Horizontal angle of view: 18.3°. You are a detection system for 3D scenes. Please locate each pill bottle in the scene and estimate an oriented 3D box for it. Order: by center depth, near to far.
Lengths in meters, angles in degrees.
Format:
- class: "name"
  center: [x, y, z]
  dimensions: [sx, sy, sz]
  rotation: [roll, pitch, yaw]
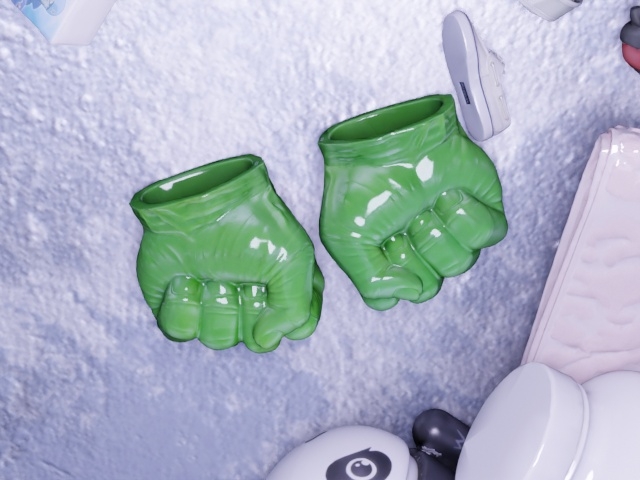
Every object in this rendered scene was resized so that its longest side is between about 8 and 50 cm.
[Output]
- class: "pill bottle"
  center: [0.264, 0.212, 1.452]
  dimensions: [0.323, 0.181, 0.181]
  rotation: [27, 106, -17]

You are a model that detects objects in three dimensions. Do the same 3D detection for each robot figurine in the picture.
- class: "robot figurine"
  center: [0.074, 0.260, 1.521]
  dimensions: [0.278, 0.209, 0.173]
  rotation: [37, 117, -13]

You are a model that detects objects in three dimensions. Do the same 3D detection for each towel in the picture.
- class: "towel"
  center: [0.326, 0.068, 1.473]
  dimensions: [0.332, 0.053, 0.317]
  rotation: [11, 132, -5]

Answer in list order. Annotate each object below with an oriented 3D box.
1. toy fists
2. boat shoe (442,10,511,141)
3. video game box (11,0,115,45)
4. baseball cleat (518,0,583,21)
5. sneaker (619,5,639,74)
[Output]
- class: "toy fists"
  center: [0.000, 0.000, 1.474]
  dimensions: [0.279, 0.096, 0.142]
  rotation: [-18, 109, 3]
- class: "boat shoe"
  center: [0.118, -0.125, 1.470]
  dimensions: [0.035, 0.035, 0.100]
  rotation: [-24, 106, -23]
- class: "video game box"
  center: [-0.175, -0.267, 1.338]
  dimensions: [0.187, 0.048, 0.205]
  rotation: [46, 115, 25]
- class: "baseball cleat"
  center: [0.210, -0.208, 1.433]
  dimensions: [0.206, 0.072, 0.109]
  rotation: [9, 124, -3]
- class: "sneaker"
  center: [0.333, -0.079, 1.455]
  dimensions: [0.276, 0.097, 0.135]
  rotation: [22, 104, -10]
